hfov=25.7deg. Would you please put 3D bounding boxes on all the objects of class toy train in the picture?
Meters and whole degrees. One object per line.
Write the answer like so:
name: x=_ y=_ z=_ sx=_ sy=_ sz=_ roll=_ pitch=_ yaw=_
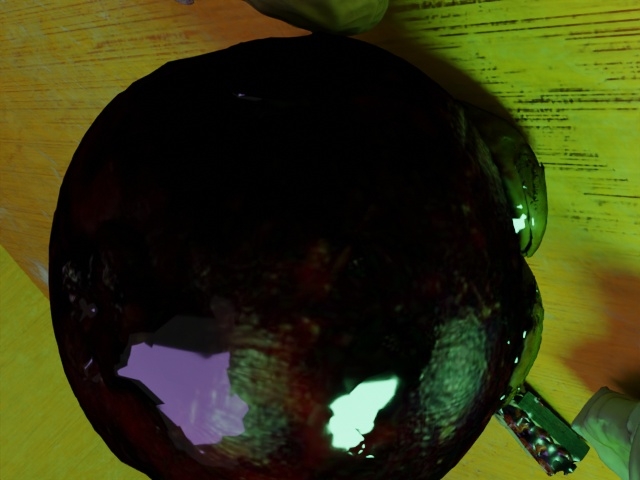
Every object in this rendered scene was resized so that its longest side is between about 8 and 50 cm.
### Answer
toy train: x=0.188 y=0.155 z=1.499 sx=0.249 sy=0.053 sz=0.085 roll=48 pitch=168 yaw=-9

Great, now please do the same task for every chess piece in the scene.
chess piece: x=0.323 y=0.197 z=1.211 sx=0.176 sy=0.176 sz=0.298 roll=44 pitch=173 yaw=2

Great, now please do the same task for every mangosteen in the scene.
mangosteen: x=-0.007 y=0.006 z=1.081 sx=0.381 sy=0.421 sz=0.381 roll=31 pitch=145 yaw=25

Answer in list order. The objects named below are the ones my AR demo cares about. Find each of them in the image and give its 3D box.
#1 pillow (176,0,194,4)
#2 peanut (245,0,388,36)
pillow: x=-0.212 y=-0.312 z=1.377 sx=0.233 sy=0.038 sz=0.130 roll=37 pitch=161 yaw=16
peanut: x=-0.036 y=-0.248 z=1.054 sx=0.197 sy=0.110 sz=0.233 roll=38 pitch=159 yaw=24
